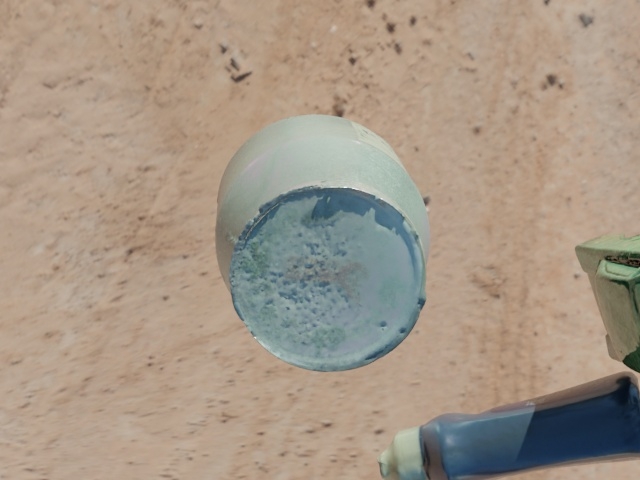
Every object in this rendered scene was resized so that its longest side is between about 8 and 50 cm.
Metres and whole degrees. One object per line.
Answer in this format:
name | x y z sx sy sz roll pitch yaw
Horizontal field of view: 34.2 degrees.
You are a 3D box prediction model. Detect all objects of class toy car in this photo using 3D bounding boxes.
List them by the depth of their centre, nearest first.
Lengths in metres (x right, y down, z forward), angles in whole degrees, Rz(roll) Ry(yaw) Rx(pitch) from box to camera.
toy car | 0.322 0.067 0.955 0.097 0.321 0.141 -19 93 -6

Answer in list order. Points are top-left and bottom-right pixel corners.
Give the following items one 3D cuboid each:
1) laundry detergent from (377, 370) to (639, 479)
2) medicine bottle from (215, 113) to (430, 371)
laundry detergent | 0.207 0.213 1.134 0.290 0.143 0.094 -13 87 14
medicine bottle | 0.000 0.000 1.149 0.245 0.290 0.244 0 106 -2
